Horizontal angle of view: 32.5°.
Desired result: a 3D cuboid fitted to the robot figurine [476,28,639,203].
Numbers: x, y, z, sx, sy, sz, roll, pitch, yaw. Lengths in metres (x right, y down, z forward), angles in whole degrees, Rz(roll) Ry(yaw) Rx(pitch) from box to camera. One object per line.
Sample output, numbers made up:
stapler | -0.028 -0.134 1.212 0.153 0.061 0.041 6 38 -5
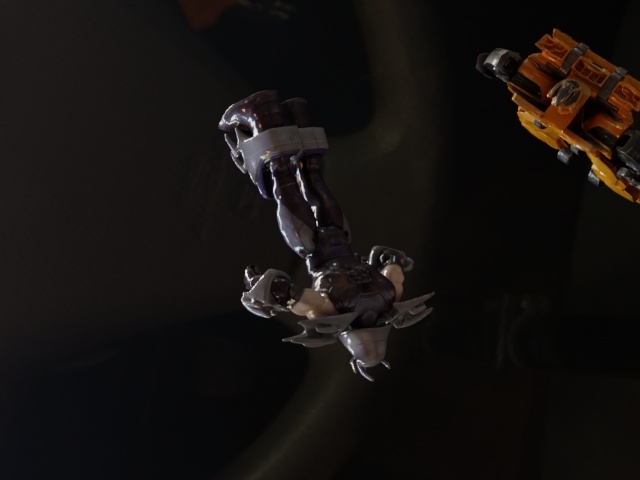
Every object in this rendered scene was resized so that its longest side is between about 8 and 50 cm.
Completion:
robot figurine | 0.260 -0.116 1.052 0.211 0.291 0.085 38 96 20

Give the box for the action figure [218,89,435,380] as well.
action figure | 0.000 0.000 1.032 0.099 0.185 0.285 -35 70 38
